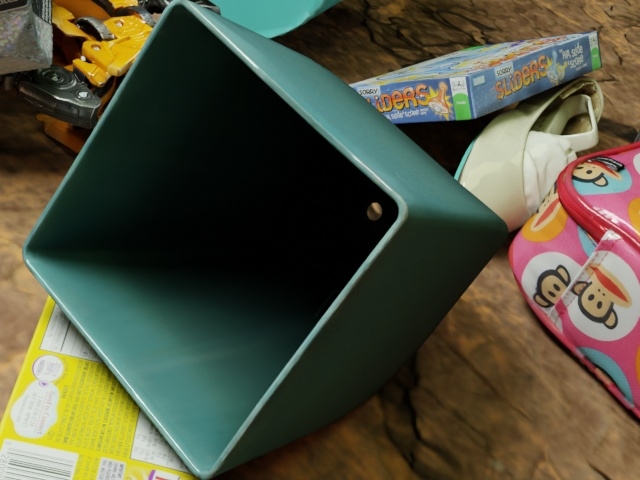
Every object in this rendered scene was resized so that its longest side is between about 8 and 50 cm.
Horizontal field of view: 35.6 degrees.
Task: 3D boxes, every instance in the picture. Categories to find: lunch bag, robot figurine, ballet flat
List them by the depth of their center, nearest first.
[{"bbox_3d":[0.308,0.050,0.728,0.258,0.120,0.293,-16,54,-44],"label":"lunch bag"},{"bbox_3d":[-0.201,-0.166,0.735,0.291,0.085,0.211,39,42,20],"label":"robot figurine"},{"bbox_3d":[0.179,-0.073,0.809,0.086,0.086,0.248,31,39,8],"label":"ballet flat"}]

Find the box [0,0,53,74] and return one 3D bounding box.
[{"bbox_3d":[-0.296,-0.182,0.578,0.247,0.142,0.163,-10,54,-3],"label":"box"}]

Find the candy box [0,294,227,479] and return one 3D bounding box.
[{"bbox_3d":[-0.106,0.098,0.501,0.105,0.027,0.206,18,29,-12],"label":"candy box"}]

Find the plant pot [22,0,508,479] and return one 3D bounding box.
[{"bbox_3d":[0.000,0.000,0.565,0.166,0.165,0.234,45,21,25],"label":"plant pot"}]

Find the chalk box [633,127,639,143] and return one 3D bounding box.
[{"bbox_3d":[0.405,-0.152,0.921,0.132,0.213,0.132,31,39,9],"label":"chalk box"}]

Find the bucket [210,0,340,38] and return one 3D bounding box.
[{"bbox_3d":[-0.042,-0.317,0.851,0.281,0.281,0.183,32,44,10],"label":"bucket"}]

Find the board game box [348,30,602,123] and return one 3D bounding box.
[{"bbox_3d":[0.130,-0.138,0.848,0.136,0.035,0.201,2,19,43],"label":"board game box"}]
